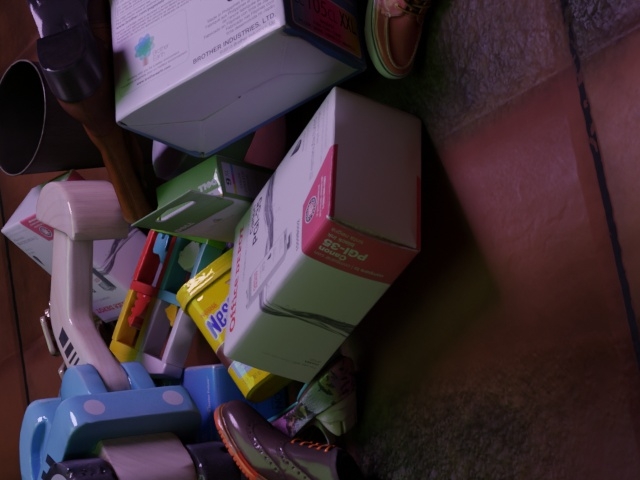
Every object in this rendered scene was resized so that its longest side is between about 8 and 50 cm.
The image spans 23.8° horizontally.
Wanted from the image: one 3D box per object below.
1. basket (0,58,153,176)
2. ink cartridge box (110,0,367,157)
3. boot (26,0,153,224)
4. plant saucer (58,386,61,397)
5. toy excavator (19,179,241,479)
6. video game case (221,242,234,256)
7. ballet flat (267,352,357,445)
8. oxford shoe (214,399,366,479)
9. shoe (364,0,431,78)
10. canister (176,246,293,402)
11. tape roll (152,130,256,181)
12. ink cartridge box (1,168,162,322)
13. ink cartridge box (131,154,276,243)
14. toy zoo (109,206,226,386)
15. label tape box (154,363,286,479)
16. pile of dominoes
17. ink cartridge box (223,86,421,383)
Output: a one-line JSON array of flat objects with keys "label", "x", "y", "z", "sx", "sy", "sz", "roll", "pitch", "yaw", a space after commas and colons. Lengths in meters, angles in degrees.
[{"label": "basket", "x": -0.330, "y": -0.174, "z": 2.173, "sx": 0.204, "sy": 0.226, "sz": 0.154, "roll": -32, "pitch": 65, "yaw": 52}, {"label": "ink cartridge box", "x": -0.111, "y": -0.336, "z": 1.795, "sx": 0.270, "sy": 0.151, "sz": 0.396, "roll": -25, "pitch": 60, "yaw": 32}, {"label": "boot", "x": -0.262, "y": -0.199, "z": 1.876, "sx": 0.280, "sy": 0.096, "sz": 0.264, "roll": 67, "pitch": -176, "yaw": -49}, {"label": "plant saucer", "x": -0.327, "y": 0.361, "z": 2.250, "sx": 0.317, "sy": 0.043, "sz": 0.318, "roll": -13, "pitch": -90, "yaw": -89}, {"label": "toy excavator", "x": -0.290, "y": 0.202, "z": 1.933, "sx": 0.445, "sy": 0.222, "sz": 0.433, "roll": 51, "pitch": 134, "yaw": 41}, {"label": "video game case", "x": -0.110, "y": 0.029, "z": 2.040, "sx": 0.173, "sy": 0.022, "sz": 0.190, "roll": 51, "pitch": 132, "yaw": 42}, {"label": "ballet flat", "x": -0.001, "y": 0.212, "z": 1.856, "sx": 0.079, "sy": 0.077, "sz": 0.221, "roll": 56, "pitch": 144, "yaw": 12}, {"label": "oxford shoe", "x": -0.013, "y": 0.270, "z": 1.819, "sx": 0.271, "sy": 0.097, "sz": 0.098, "roll": 40, "pitch": 109, "yaw": 18}, {"label": "shoe", "x": 0.096, "y": -0.269, "z": 1.668, "sx": 0.081, "sy": 0.063, "sz": 0.178, "roll": 1, "pitch": 89, "yaw": 62}, {"label": "canister", "x": -0.086, "y": 0.104, "z": 1.907, "sx": 0.126, "sy": 0.073, "sz": 0.170, "roll": -38, "pitch": 66, "yaw": 3}, {"label": "tape roll", "x": -0.145, "y": -0.174, "z": 1.969, "sx": 0.219, "sy": 0.072, "sz": 0.219, "roll": -49, "pitch": 32, "yaw": 46}, {"label": "ink cartridge box", "x": -0.334, "y": 0.013, "z": 2.203, "sx": 0.158, "sy": 0.218, "sz": 0.092, "roll": -17, "pitch": 36, "yaw": 56}, {"label": "ink cartridge box", "x": -0.129, "y": -0.051, "z": 1.874, "sx": 0.109, "sy": 0.209, "sz": 0.062, "roll": -26, "pitch": 67, "yaw": 34}, {"label": "toy zoo", "x": -0.209, "y": 0.072, "z": 2.061, "sx": 0.192, "sy": 0.030, "sz": 0.293, "roll": 14, "pitch": 84, "yaw": 60}, {"label": "label tape box", "x": -0.172, "y": 0.297, "z": 2.076, "sx": 0.347, "sy": 0.115, "sz": 0.249, "roll": -13, "pitch": 81, "yaw": 59}, {"label": "pile of dominoes", "x": -0.337, "y": 0.161, "z": 2.233, "sx": 0.251, "sy": 0.040, "sz": 0.196, "roll": -84, "pitch": -28, "yaw": -75}, {"label": "ink cartridge box", "x": 0.000, "y": 0.000, "z": 1.724, "sx": 0.283, "sy": 0.117, "sz": 0.207, "roll": -52, "pitch": 26, "yaw": 44}]
